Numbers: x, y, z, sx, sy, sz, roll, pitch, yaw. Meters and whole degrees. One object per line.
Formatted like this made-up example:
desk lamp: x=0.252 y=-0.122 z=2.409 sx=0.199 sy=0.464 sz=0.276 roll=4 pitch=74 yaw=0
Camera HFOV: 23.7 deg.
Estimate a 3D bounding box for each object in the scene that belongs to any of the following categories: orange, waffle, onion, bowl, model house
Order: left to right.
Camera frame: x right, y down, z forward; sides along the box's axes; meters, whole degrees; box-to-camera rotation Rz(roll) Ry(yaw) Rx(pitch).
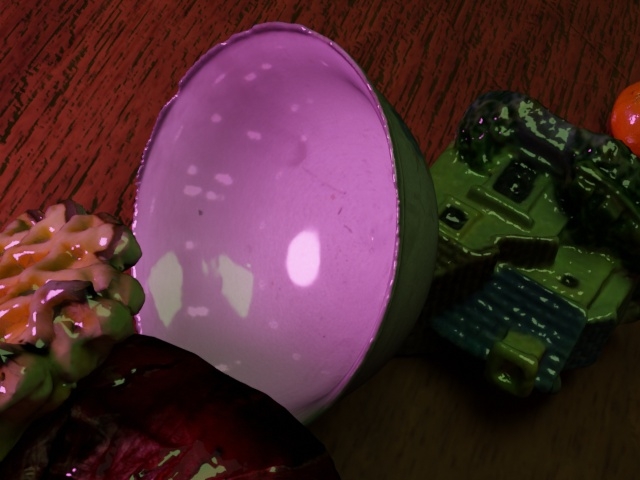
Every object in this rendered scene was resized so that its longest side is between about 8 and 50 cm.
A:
waffle: x=-0.254 y=0.087 z=0.993 sx=0.317 sy=0.073 sz=0.297 roll=-37 pitch=23 yaw=-10
onion: x=-0.104 y=0.176 z=0.992 sx=0.281 sy=0.221 sz=0.281 roll=25 pitch=32 yaw=-17
bowl: x=0.000 y=0.000 z=1.163 sx=0.146 sy=0.313 sz=0.313 roll=7 pitch=44 yaw=-40
model house: x=0.158 y=0.023 z=1.253 sx=0.214 sy=0.195 sz=0.189 roll=33 pitch=54 yaw=14
orange: x=0.329 y=-0.120 z=1.517 sx=0.083 sy=0.070 sz=0.083 roll=7 pitch=48 yaw=-8
